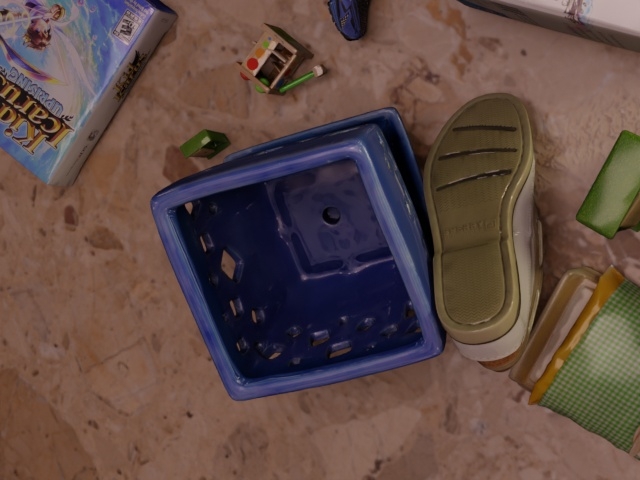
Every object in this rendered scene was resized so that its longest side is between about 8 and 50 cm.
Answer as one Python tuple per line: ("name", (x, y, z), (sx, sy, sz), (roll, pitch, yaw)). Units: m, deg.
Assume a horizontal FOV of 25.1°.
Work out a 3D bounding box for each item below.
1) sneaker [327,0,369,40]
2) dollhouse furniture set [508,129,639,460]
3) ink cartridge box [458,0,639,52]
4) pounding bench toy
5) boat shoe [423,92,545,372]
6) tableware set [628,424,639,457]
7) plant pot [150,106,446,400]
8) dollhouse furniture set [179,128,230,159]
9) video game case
("sneaker", (0.059, -0.319, 1.522), (0.087, 0.083, 0.221), (14, 100, 11))
("dollhouse furniture set", (0.321, 0.072, 1.399), (0.198, 0.151, 0.301), (30, 101, 16))
("ink cartridge box", (0.269, -0.298, 1.382), (0.270, 0.198, 0.197), (19, 97, 17))
("pounding bench toy", (-0.042, -0.186, 1.574), (0.083, 0.052, 0.065), (40, 104, 14))
("boat shoe", (0.167, -0.010, 1.441), (0.113, 0.103, 0.302), (-5, 53, 21))
("tableware set", (0.397, 0.192, 1.407), (0.169, 0.020, 0.141), (29, 115, -18))
("plant pot", (0.000, 0.000, 1.461), (0.236, 0.212, 0.236), (-15, 106, 21))
("dollhouse furniture set", (-0.091, -0.052, 1.592), (0.076, 0.058, 0.151), (-33, 81, 18))
("video game case", (-0.340, -0.238, 1.676), (0.269, 0.061, 0.244), (37, 104, 15))
